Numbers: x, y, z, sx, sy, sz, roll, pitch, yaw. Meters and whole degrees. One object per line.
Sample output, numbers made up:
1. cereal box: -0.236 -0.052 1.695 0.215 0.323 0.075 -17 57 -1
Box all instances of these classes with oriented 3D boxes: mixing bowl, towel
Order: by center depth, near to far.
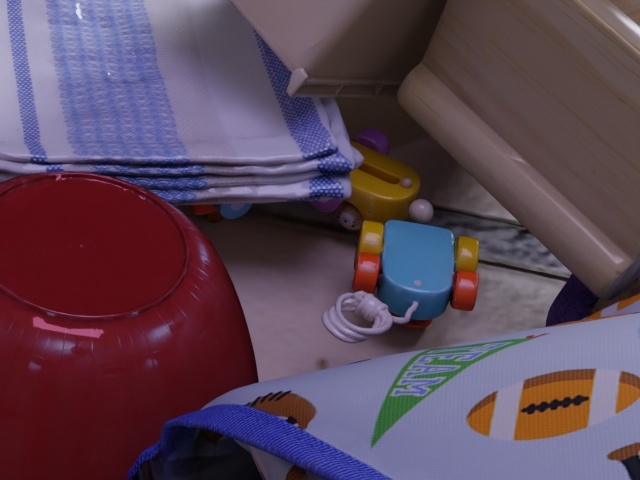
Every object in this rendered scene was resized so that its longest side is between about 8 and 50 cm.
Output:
1. mixing bowl: -0.105 0.035 0.755 0.181 0.098 0.181 8 40 -7
2. towel: -0.136 -0.089 0.879 0.285 0.034 0.209 0 39 -15

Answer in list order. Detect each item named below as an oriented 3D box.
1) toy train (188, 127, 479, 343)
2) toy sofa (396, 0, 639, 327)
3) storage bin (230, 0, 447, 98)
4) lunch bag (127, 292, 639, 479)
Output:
1. toy train: 0.000 0.000 0.868 0.125 0.046 0.166 -18 47 -31
2. toy sofa: 0.217 -0.096 0.926 0.362 0.177 0.150 -25 61 -36
3. storage bin: 0.094 -0.203 0.896 0.123 0.262 0.260 51 27 19
4. lunch bag: 0.152 0.122 0.620 0.328 0.239 0.385 -15 22 -28
